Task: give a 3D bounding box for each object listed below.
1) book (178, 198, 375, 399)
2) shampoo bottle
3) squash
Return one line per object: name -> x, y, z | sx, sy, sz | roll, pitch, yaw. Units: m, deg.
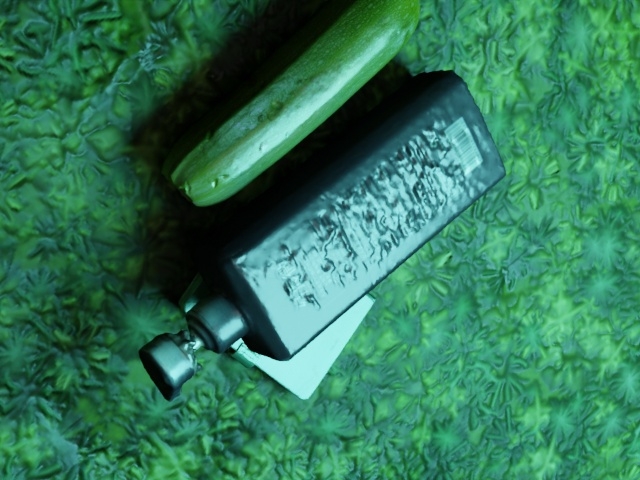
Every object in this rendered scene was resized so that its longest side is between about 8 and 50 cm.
book -> -0.033, 0.048, 0.954 | 0.135, 0.017, 0.103 | 40, 79, -30
shampoo bottle -> 0.000, -0.001, 0.911 | 0.309, 0.071, 0.098 | -39, 115, -24
squash -> -0.016, -0.109, 0.902 | 0.229, 0.066, 0.066 | -43, 117, -12
